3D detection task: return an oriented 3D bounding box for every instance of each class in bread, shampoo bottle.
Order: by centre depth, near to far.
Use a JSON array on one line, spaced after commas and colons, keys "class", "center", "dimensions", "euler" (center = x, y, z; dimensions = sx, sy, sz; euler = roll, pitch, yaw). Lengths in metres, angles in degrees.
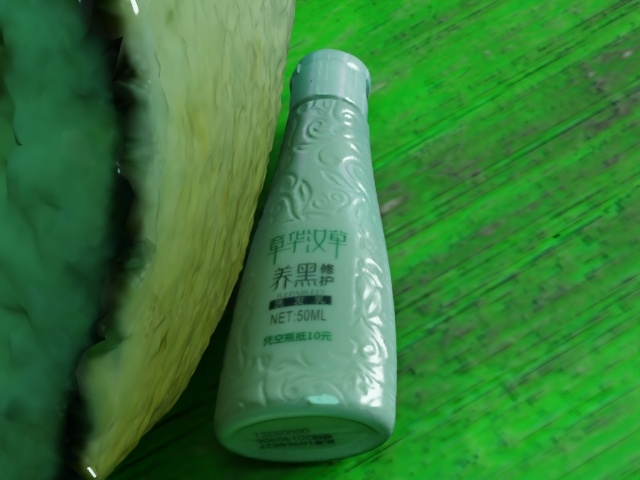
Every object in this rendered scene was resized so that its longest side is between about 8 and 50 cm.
[{"class": "bread", "center": [-0.147, -0.071, 0.581], "dimensions": [0.395, 0.264, 0.239], "euler": [31, 109, 23]}, {"class": "shampoo bottle", "center": [0.000, 0.000, 0.629], "dimensions": [0.069, 0.041, 0.191], "euler": [-8, 49, 16]}]
